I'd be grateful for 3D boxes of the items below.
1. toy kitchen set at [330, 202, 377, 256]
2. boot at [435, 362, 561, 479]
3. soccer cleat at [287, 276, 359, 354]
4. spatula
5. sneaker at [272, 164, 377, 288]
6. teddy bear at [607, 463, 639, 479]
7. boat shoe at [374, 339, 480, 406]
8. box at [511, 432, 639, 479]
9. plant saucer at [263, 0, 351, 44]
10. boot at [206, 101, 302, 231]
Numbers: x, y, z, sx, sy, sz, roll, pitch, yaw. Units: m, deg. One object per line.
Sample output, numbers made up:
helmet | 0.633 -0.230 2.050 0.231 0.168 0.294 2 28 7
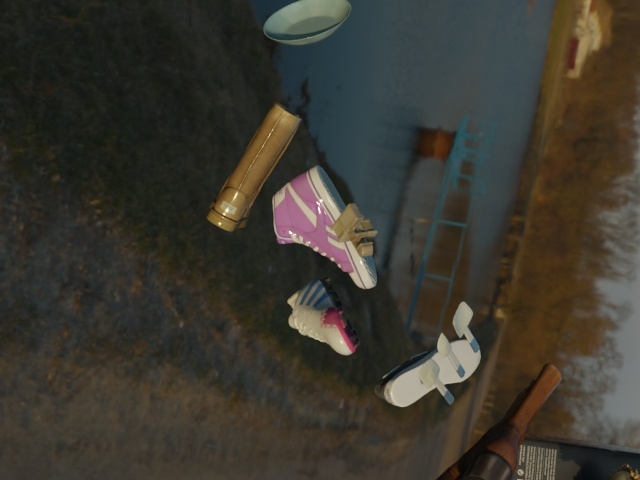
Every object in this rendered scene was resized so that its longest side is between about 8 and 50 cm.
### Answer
toy kitchen set | 0.079 -0.019 1.465 0.083 0.068 0.075 -8 148 -37
boot | 0.288 0.358 1.432 0.280 0.096 0.264 -46 164 -40
soccer cleat | -0.001 0.206 2.024 0.116 0.143 0.331 61 1 -23
spatula | 0.260 0.226 1.588 0.168 0.019 0.242 -61 149 -14
sneaker | 0.000 0.000 1.741 0.282 0.161 0.102 61 15 6
teddy bear | 0.579 0.567 1.460 0.113 0.338 0.245 33 94 -33
boat shoe | 0.274 0.334 2.105 0.301 0.102 0.108 -25 102 -26
box | 0.592 0.558 1.922 0.343 0.313 0.179 48 49 -76
plant saucer | -0.025 -0.463 1.764 0.195 0.195 0.037 -65 148 -43
boot | -0.130 -0.156 1.714 0.269 0.089 0.236 -59 -170 9
